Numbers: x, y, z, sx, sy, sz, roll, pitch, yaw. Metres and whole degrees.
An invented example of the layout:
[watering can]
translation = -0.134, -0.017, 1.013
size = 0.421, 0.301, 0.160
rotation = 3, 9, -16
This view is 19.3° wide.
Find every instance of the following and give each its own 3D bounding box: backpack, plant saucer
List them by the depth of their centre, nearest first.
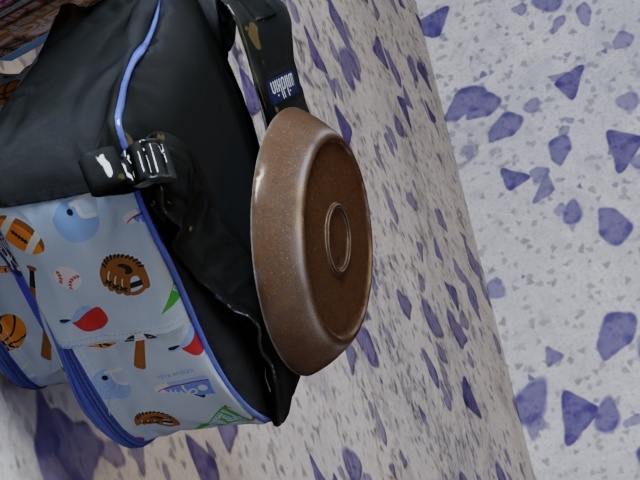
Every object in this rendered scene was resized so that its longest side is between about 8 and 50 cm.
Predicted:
[plant saucer]
translation = 0.000, 0.000, 1.175
size = 0.168, 0.029, 0.168
rotation = -3, 90, -71
[backpack]
translation = -0.112, -0.003, 1.184
size = 0.263, 0.213, 0.276
rotation = 62, 26, -26

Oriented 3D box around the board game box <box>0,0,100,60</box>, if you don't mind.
[board game box]
translation = -0.240, -0.250, 1.168
size = 0.232, 0.141, 0.291
rotation = 65, 14, 4
